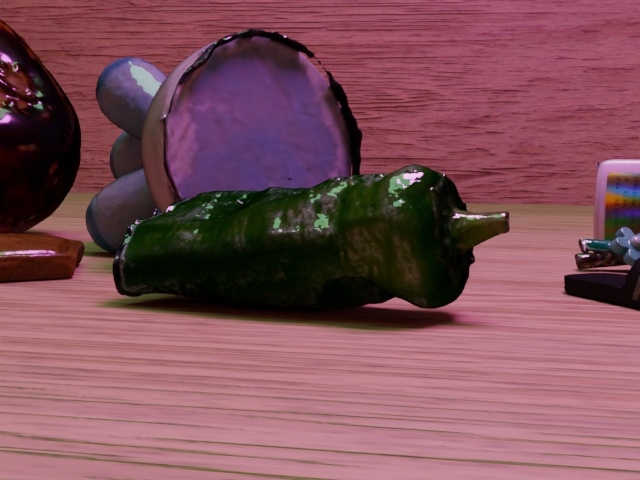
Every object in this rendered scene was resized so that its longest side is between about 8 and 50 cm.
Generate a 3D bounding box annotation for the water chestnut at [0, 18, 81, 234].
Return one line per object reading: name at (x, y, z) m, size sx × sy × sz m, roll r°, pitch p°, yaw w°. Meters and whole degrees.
water chestnut at (-0.485, -0.122, 1.219) m, size 0.350 × 0.350 × 0.302 m, roll -3°, pitch -35°, yaw -44°

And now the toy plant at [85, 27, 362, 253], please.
toy plant at (-0.140, -0.088, 1.025) m, size 0.247 × 0.247 × 0.332 m, roll -2°, pitch 2°, yaw -36°

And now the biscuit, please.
biscuit at (-0.327, 0.011, 0.855) m, size 0.215 × 0.034 × 0.182 m, roll 0°, pitch 4°, yaw -11°

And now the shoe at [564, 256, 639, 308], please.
shoe at (0.258, 0.025, 0.725) m, size 0.071 × 0.049 × 0.179 m, roll -2°, pitch 6°, yaw -28°

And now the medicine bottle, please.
medicine bottle at (0.429, -0.034, 1.088) m, size 0.219 × 0.115 × 0.078 m, roll 4°, pitch 4°, yaw 24°

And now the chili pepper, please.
chili pepper at (0.000, 0.000, 0.673) m, size 0.270 × 0.099 × 0.136 m, roll -1°, pitch -6°, yaw 26°

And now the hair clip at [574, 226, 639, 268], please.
hair clip at (0.345, 0.015, 0.971) m, size 0.173 × 0.049 × 0.049 m, roll 1°, pitch 4°, yaw -13°
